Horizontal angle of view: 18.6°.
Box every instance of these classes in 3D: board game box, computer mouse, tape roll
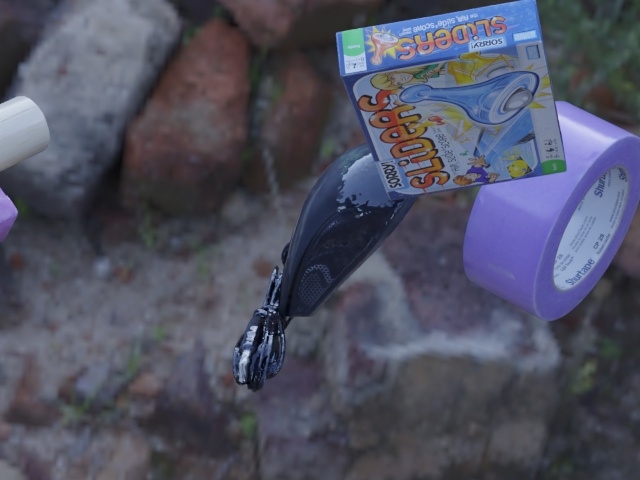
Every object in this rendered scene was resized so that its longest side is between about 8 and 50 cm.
[{"bbox_3d":[0.096,-0.094,1.371,0.136,0.201,0.035,-9,65,9],"label":"board game box"},{"bbox_3d":[0.000,0.000,1.786,0.072,0.272,0.188,35,32,-9],"label":"computer mouse"},{"bbox_3d":[0.216,-0.027,1.791,0.080,0.189,0.189,28,37,26],"label":"tape roll"}]

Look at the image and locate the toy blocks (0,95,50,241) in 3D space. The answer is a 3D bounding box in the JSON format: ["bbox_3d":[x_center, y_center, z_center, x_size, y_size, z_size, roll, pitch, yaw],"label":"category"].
[{"bbox_3d":[-0.393,-0.039,1.380,0.260,0.309,0.288,-31,73,-36],"label":"toy blocks"}]
